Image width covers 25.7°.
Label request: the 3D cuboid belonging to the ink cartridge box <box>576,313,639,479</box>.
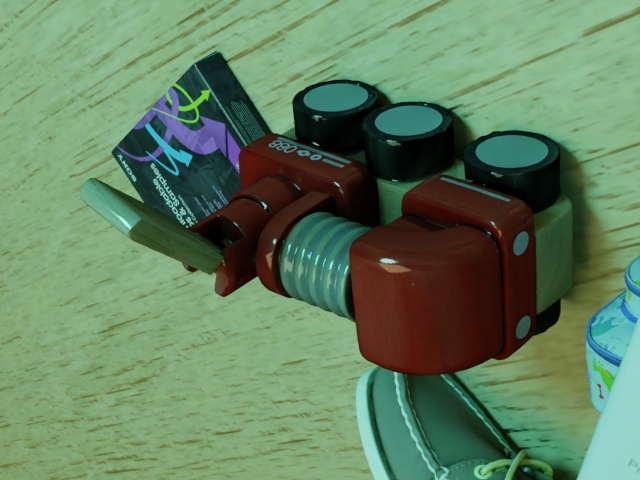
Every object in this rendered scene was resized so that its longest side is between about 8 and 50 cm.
[{"bbox_3d":[0.258,-0.017,0.489,0.166,0.285,0.395,36,137,27],"label":"ink cartridge box"}]

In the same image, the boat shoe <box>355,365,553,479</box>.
[{"bbox_3d":[0.129,0.193,0.922,0.091,0.109,0.305,-50,61,39],"label":"boat shoe"}]

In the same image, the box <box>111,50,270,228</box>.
[{"bbox_3d":[-0.091,-0.056,1.067,0.116,0.029,0.162,56,144,2],"label":"box"}]

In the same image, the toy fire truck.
[{"bbox_3d":[0.000,0.000,0.823,0.217,0.246,0.158,22,131,38],"label":"toy fire truck"}]

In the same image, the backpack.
[{"bbox_3d":[0.199,0.051,0.746,0.105,0.114,0.084,19,129,41],"label":"backpack"}]
